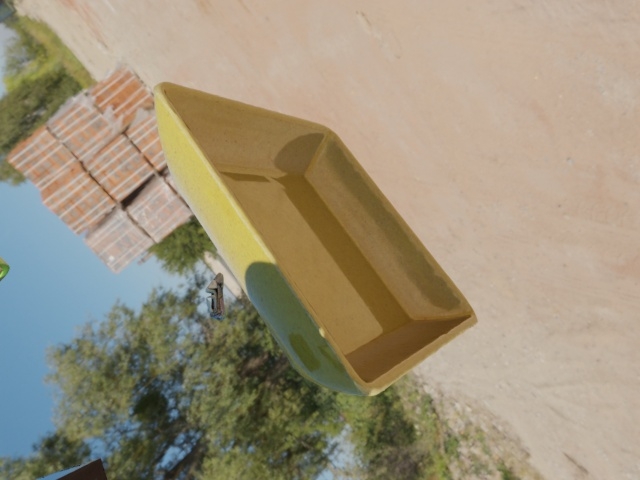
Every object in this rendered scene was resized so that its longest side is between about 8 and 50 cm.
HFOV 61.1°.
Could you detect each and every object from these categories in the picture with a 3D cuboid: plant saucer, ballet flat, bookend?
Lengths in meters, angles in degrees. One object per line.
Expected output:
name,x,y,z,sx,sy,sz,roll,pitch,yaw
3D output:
plant saucer,0.000,0.000,0.588,0.332,0.081,0.333,54,-154,17
ballet flat,-0.222,0.114,1.142,0.041,0.041,0.114,61,-165,-55
bookend,-0.406,0.383,0.754,0.157,0.156,0.072,-3,-110,-65

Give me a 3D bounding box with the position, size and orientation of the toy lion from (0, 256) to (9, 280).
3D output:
toy lion,-0.367,0.055,0.564,0.034,0.100,0.096,47,170,-1
